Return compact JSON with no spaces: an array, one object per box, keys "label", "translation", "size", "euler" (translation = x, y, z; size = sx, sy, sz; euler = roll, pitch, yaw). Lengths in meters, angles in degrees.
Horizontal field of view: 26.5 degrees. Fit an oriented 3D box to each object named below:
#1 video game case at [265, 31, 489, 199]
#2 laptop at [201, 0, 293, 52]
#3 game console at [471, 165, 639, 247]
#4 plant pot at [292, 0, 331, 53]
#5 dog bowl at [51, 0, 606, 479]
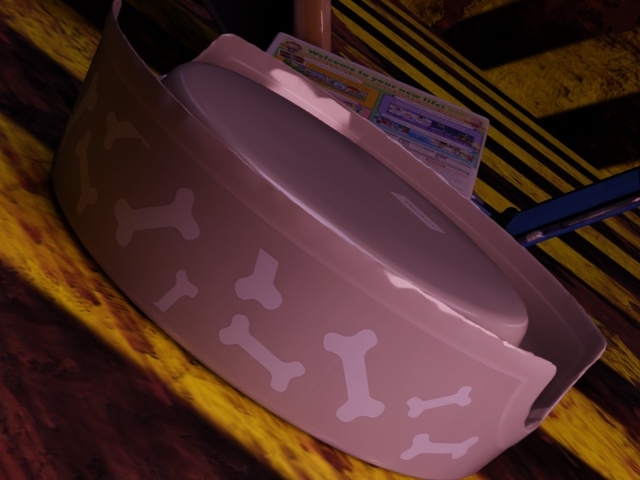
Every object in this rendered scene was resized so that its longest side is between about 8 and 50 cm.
[{"label":"video game case","translation":[0.036,-0.099,1.169],"size":[0.212,0.023,0.193],"euler":[23,31,1]},{"label":"laptop","translation":[-0.198,-0.349,1.251],"size":[0.408,0.236,0.382],"euler":[9,52,-9]},{"label":"game console","translation":[0.180,-0.073,1.333],"size":[0.250,0.173,0.293],"euler":[38,13,5]},{"label":"plant pot","translation":[-0.008,-0.233,1.380],"size":[0.032,0.236,0.236],"euler":[1,15,2]},{"label":"dog bowl","translation":[0.000,0.000,0.788],"size":[0.349,0.102,0.349],"euler":[35,14,-10]}]
